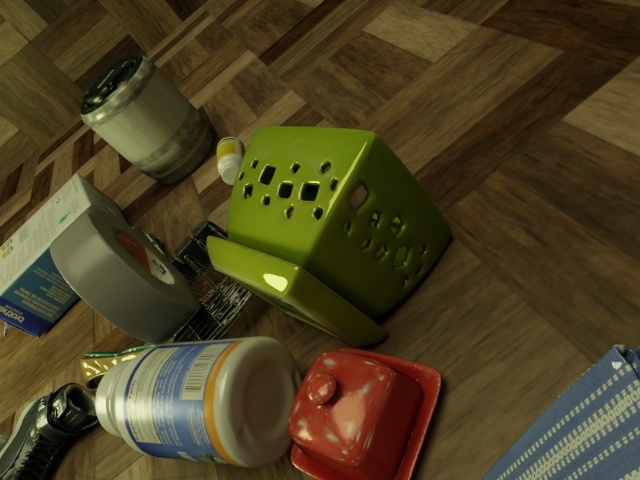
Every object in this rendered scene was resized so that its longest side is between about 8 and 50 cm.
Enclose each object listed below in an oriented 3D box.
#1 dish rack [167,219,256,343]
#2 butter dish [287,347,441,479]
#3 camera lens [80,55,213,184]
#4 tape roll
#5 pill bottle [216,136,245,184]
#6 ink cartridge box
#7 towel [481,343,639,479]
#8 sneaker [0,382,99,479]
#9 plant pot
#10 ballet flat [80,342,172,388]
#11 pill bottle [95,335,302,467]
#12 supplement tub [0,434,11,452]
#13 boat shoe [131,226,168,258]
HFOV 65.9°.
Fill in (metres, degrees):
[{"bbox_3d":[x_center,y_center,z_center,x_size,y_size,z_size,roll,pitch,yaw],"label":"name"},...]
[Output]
[{"bbox_3d":[-0.202,0.083,0.866,0.208,0.074,0.271,-50,41,-7],"label":"dish rack"},{"bbox_3d":[0.027,0.182,0.543,0.160,0.118,0.160,4,58,42],"label":"butter dish"},{"bbox_3d":[-0.435,-0.303,1.248,0.219,0.274,0.219,-22,43,23],"label":"camera lens"},{"bbox_3d":[-0.283,0.051,0.734,0.072,0.219,0.219,-44,39,-2],"label":"tape roll"},{"bbox_3d":[-0.197,-0.176,1.099,0.065,0.065,0.116,-31,40,14],"label":"pill bottle"},{"bbox_3d":[-0.674,0.048,1.225,0.395,0.151,0.270,-45,38,-6],"label":"ink cartridge box"},{"bbox_3d":[0.204,0.261,0.280,0.040,0.243,0.336,4,42,-13],"label":"towel"},{"bbox_3d":[-0.459,0.347,0.824,0.163,0.086,0.226,-27,41,22],"label":"sneaker"},{"bbox_3d":[0.000,0.000,0.657,0.228,0.227,0.207,16,72,46],"label":"plant pot"},{"bbox_3d":[-0.331,0.223,0.858,0.232,0.080,0.073,-14,75,34],"label":"ballet flat"},{"bbox_3d":[-0.171,0.211,0.657,0.272,0.152,0.152,-12,48,33],"label":"pill bottle"},{"bbox_3d":[-0.593,0.434,0.833,0.117,0.117,0.190,-19,44,26],"label":"supplement tub"},{"bbox_3d":[-0.380,0.024,1.092,0.065,0.075,0.206,-7,24,-25],"label":"boat shoe"}]
